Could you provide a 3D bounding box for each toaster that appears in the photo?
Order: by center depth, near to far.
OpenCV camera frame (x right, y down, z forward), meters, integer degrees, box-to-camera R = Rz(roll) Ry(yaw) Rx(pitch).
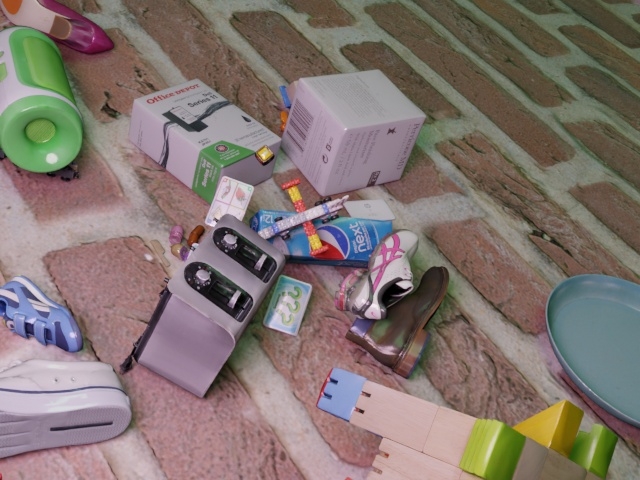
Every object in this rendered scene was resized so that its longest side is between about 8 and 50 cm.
[{"bbox_3d":[-0.142,0.087,0.959,0.110,0.185,0.168,33,39,-1],"label":"toaster"}]

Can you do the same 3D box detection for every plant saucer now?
[{"bbox_3d":[0.496,0.181,1.213,0.318,0.043,0.317,11,41,-10],"label":"plant saucer"}]

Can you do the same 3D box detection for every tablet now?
[{"bbox_3d":[0.084,-0.052,1.328,0.083,0.006,0.054,-5,46,-28],"label":"tablet"}]

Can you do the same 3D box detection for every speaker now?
[{"bbox_3d":[-0.446,-0.226,1.184,0.131,0.131,0.296,-3,37,-26],"label":"speaker"}]

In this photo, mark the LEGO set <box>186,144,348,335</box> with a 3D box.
[{"bbox_3d":[-0.076,-0.010,1.076,0.183,0.060,0.244,20,79,-1],"label":"LEGO set"}]

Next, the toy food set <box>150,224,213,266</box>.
[{"bbox_3d":[-0.186,0.001,1.147,0.122,0.019,0.078,-14,51,-34],"label":"toy food set"}]

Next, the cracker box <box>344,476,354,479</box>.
[{"bbox_3d":[0.085,0.380,0.805,0.232,0.067,0.155,30,41,10],"label":"cracker box"}]

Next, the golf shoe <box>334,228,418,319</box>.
[{"bbox_3d":[0.101,0.052,1.091,0.086,0.067,0.186,20,45,27],"label":"golf shoe"}]

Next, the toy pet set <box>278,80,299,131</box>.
[{"bbox_3d":[-0.042,-0.245,1.467,0.122,0.065,0.114,-17,88,-32],"label":"toy pet set"}]

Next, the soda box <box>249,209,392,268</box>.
[{"bbox_3d":[0.000,0.000,1.168,0.210,0.071,0.067,4,78,-18],"label":"soda box"}]

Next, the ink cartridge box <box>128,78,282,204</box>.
[{"bbox_3d":[-0.194,-0.169,1.279,0.208,0.086,0.153,37,42,19],"label":"ink cartridge box"}]

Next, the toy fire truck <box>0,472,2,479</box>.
[{"bbox_3d":[-0.396,0.242,0.704,0.192,0.135,0.047,15,41,-6],"label":"toy fire truck"}]

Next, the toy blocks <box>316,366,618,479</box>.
[{"bbox_3d":[0.157,0.253,0.844,0.261,0.190,0.381,11,-18,45],"label":"toy blocks"}]

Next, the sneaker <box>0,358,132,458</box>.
[{"bbox_3d":[-0.341,0.179,0.840,0.258,0.094,0.091,7,30,-34],"label":"sneaker"}]

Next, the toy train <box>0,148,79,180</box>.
[{"bbox_3d":[-0.444,-0.125,1.176,0.158,0.027,0.036,17,30,-3],"label":"toy train"}]

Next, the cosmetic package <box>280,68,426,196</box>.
[{"bbox_3d":[0.055,-0.194,1.360,0.184,0.151,0.151,-15,52,-33],"label":"cosmetic package"}]

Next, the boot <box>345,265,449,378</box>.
[{"bbox_3d":[0.117,0.093,1.124,0.106,0.082,0.219,27,43,3],"label":"boot"}]

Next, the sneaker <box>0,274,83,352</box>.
[{"bbox_3d":[-0.351,0.100,0.946,0.144,0.053,0.059,29,40,23],"label":"sneaker"}]

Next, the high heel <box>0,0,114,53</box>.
[{"bbox_3d":[-0.504,-0.424,1.461,0.244,0.082,0.117,27,11,27],"label":"high heel"}]
